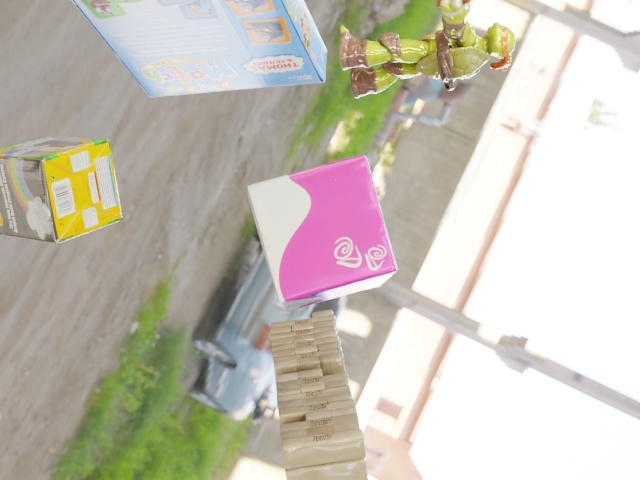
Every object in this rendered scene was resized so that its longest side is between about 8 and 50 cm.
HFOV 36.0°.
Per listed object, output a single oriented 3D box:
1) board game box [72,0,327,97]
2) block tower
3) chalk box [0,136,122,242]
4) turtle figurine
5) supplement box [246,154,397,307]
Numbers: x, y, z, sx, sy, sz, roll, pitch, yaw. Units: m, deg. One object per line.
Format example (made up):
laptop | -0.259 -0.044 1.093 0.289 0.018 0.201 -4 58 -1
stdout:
board game box | -0.099 -0.182 0.745 0.211 0.160 0.039 57 33 -62
block tower | -0.008 0.196 1.206 0.335 0.097 0.091 -101 -176 -70
chalk box | -0.430 -0.084 1.514 0.132 0.213 0.132 -26 116 -47
turtle figurine | 0.140 -0.219 1.172 0.269 0.217 0.087 22 61 -76
supplement box | 0.000 0.000 0.955 0.220 0.111 0.114 88 -13 -83
